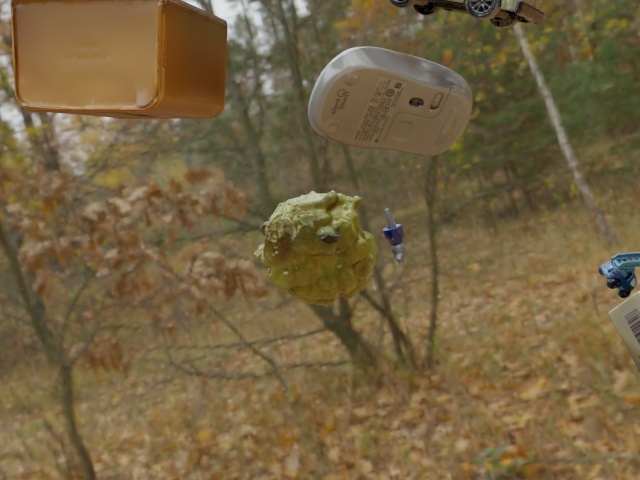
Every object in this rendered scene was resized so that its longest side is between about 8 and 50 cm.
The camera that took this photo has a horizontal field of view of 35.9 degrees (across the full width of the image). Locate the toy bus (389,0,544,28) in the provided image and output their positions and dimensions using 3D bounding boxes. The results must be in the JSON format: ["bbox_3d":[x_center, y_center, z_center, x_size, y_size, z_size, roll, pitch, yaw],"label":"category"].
[{"bbox_3d":[0.220,-0.461,1.634,0.305,0.179,0.143,16,12,26],"label":"toy bus"}]

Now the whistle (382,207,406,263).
[{"bbox_3d":[0.107,-0.006,1.428,0.029,0.083,0.033,-16,10,10],"label":"whistle"}]

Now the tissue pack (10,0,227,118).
[{"bbox_3d":[-0.245,-0.231,1.277,0.194,0.145,0.274,0,6,12],"label":"tissue pack"}]

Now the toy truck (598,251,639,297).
[{"bbox_3d":[0.557,0.052,1.787,0.090,0.073,0.056,-42,34,20],"label":"toy truck"}]

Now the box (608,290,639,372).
[{"bbox_3d":[0.636,0.184,1.732,0.168,0.212,0.095,-9,-25,-32],"label":"box"}]

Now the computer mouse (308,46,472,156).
[{"bbox_3d":[0.120,-0.249,1.717,0.296,0.184,0.121,7,39,-18],"label":"computer mouse"}]

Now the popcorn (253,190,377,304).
[{"bbox_3d":[-0.002,0.005,1.346,0.173,0.173,0.142,-13,13,30],"label":"popcorn"}]
